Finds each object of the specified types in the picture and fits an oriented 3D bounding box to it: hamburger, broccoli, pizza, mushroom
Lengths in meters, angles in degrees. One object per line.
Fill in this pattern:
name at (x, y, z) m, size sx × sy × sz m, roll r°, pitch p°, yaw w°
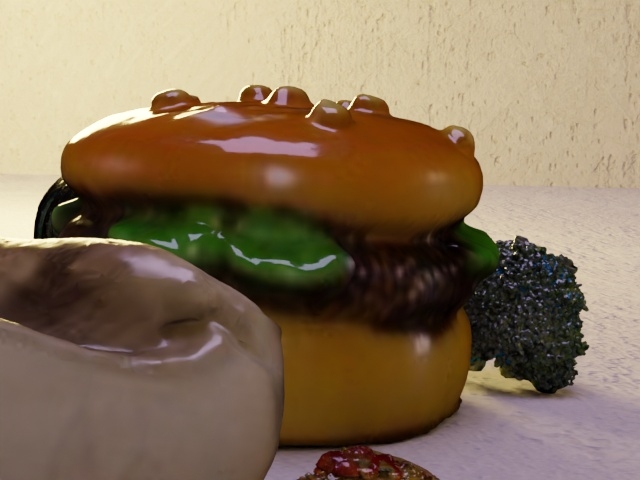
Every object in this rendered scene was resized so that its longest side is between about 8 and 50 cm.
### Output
hamburger at (-0.056, 0.004, 1.291) m, size 0.395 × 0.278 × 0.396 m, roll 3°, pitch 6°, yaw 0°
broccoli at (0.186, 0.078, 1.438) m, size 0.167 × 0.154 × 0.160 m, roll 14°, pitch -34°, yaw 23°
pizza at (0.044, 0.163, 1.054) m, size 0.099 × 0.029 × 0.100 m, roll 6°, pitch 8°, yaw 20°
mushroom at (-0.236, 0.099, 0.914) m, size 0.397 × 0.224 × 0.313 m, roll 8°, pitch -9°, yaw -18°

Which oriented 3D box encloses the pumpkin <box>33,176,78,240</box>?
pumpkin at (-0.188, -0.031, 1.637) m, size 0.248 × 0.248 × 0.248 m, roll 3°, pitch 7°, yaw 0°
